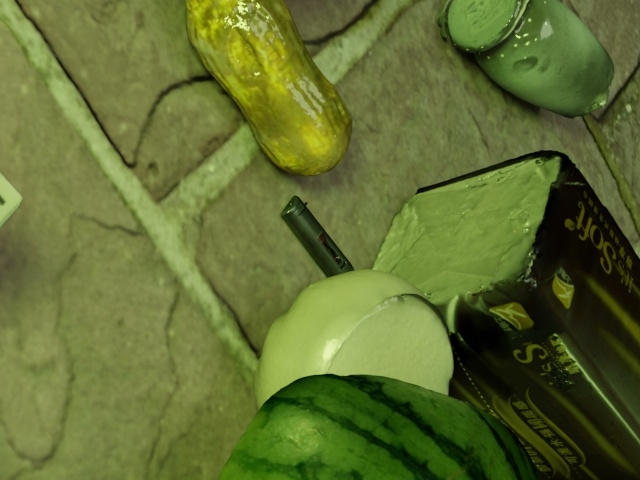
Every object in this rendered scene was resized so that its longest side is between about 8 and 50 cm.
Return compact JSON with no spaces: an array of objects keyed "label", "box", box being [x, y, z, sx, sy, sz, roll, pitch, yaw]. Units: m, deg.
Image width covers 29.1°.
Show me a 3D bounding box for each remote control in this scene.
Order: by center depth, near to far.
[{"label":"remote control","box":[0.000,0.000,1.103,0.091,0.016,0.034,52,51,-23]}]

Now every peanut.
[{"label":"peanut","box":[-0.045,-0.143,1.045,0.206,0.087,0.087,56,45,-23]}]

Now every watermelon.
[{"label":"watermelon","box":[0.062,0.266,0.905,0.331,0.189,0.330,-6,99,-40]}]

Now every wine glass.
[{"label":"wine glass","box":[0.233,-0.211,1.347,0.204,0.111,0.111,27,60,-40]}]

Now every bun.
[{"label":"bun","box":[0.017,0.102,1.015,0.173,0.120,0.172,-17,116,-37]}]

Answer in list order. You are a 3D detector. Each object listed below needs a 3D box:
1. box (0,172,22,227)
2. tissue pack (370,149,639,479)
[{"label":"box","box":[-0.329,-0.021,0.651,0.273,0.048,0.265,-52,128,-27]},{"label":"tissue pack","box":[0.227,0.118,1.183,0.370,0.210,0.198,49,42,-25]}]
